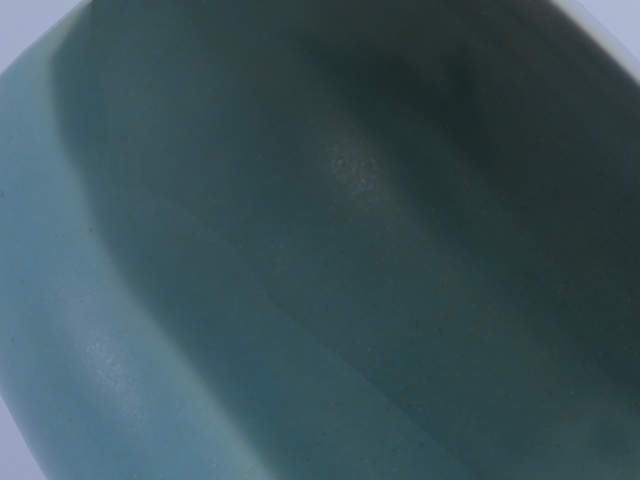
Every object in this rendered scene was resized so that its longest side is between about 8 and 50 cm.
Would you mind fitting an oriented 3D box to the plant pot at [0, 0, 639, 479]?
[{"bbox_3d":[0.000,0.000,0.682,0.235,0.293,0.293,52,-131,-2],"label":"plant pot"}]
